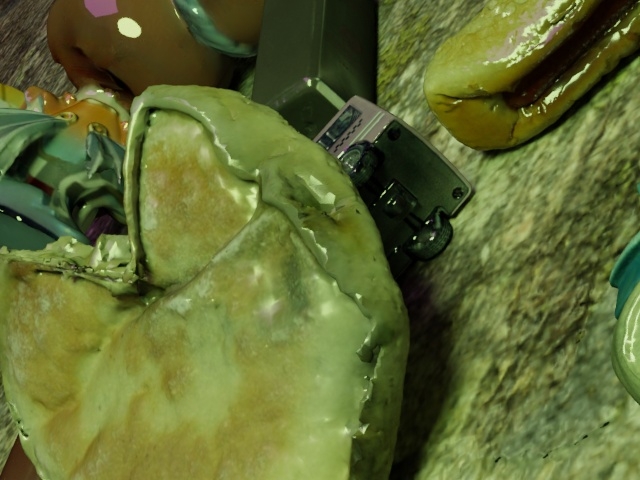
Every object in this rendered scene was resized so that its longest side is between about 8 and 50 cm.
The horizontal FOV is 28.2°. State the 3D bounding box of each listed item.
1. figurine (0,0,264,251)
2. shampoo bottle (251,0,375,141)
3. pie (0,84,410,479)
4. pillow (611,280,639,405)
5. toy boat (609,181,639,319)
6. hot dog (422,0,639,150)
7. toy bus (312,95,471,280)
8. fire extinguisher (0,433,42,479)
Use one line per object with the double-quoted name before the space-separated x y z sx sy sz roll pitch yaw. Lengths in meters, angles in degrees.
"figurine" -0.211 -0.153 1.230 0.388 0.277 0.248 -62 -5 -27
"shampoo bottle" -0.003 -0.168 1.109 0.079 0.080 0.246 -32 33 28
"pie" -0.083 0.075 0.801 0.337 0.075 0.337 4 96 36
"pillow" 0.276 -0.018 0.391 0.322 0.255 0.120 -53 -17 -3
"toy boat" 0.233 -0.002 0.555 0.238 0.109 0.098 -14 69 41
"hot dog" 0.173 -0.152 0.832 0.242 0.084 0.073 -43 33 12
"toy bus" 0.000 0.000 0.885 0.199 0.096 0.108 -48 29 4
"fire extinguisher" -0.209 0.225 0.910 0.105 0.105 0.269 -22 39 42
